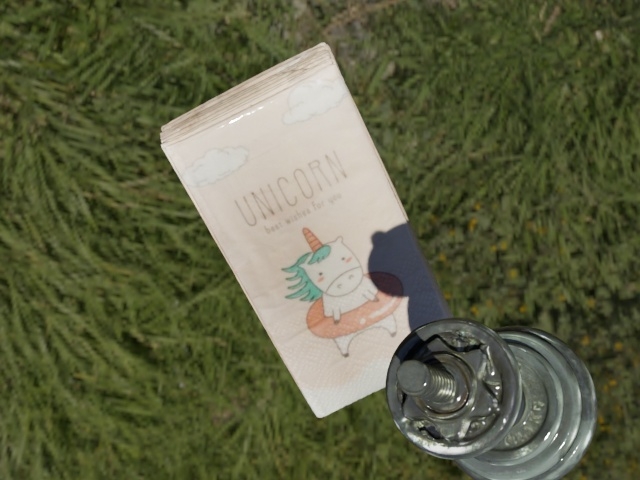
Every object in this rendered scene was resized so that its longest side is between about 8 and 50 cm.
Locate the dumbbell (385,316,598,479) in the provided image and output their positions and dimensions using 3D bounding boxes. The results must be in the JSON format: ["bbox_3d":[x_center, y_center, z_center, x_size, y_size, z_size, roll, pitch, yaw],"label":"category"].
[{"bbox_3d":[0.095,0.093,0.677,0.110,0.110,0.254,-16,162,20],"label":"dumbbell"}]

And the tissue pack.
[{"bbox_3d":[0.000,0.000,1.048,0.170,0.071,0.325,-25,119,2],"label":"tissue pack"}]
